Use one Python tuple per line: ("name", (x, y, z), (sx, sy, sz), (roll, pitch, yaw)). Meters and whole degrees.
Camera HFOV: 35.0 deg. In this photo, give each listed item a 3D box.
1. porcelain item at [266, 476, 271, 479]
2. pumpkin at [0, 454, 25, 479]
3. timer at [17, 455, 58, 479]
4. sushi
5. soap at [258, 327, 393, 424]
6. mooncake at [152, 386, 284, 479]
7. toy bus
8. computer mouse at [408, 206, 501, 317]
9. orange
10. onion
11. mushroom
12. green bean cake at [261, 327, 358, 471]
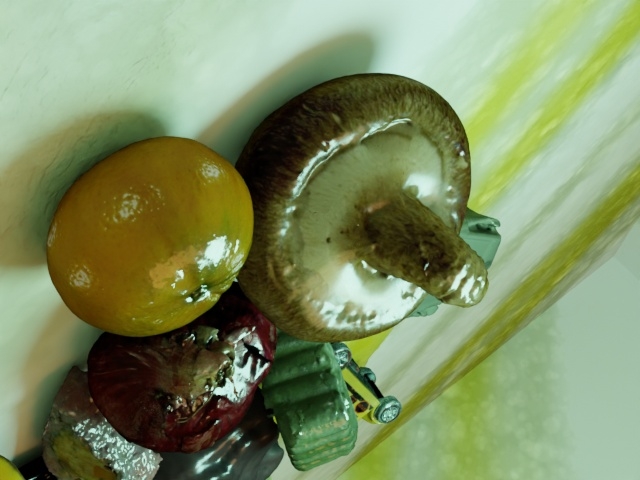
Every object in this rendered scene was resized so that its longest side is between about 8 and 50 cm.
("porcelain item", (-0.213, 0.512, 2.011), (0.253, 0.253, 0.253), (-36, 160, -16))
("pumpkin", (-0.520, 0.348, 1.303), (0.312, 0.148, 0.169), (10, 86, -70))
("timer", (-0.436, 0.371, 1.562), (0.187, 0.055, 0.144), (-26, 154, -48))
("sushi", (-0.338, 0.283, 1.459), (0.161, 0.241, 0.107), (-10, -142, 34))
("soap", (0.022, 0.234, 2.037), (0.427, 0.115, 0.306), (-33, 162, -25))
("mooncake", (-0.217, 0.369, 1.714), (0.350, 0.212, 0.381), (-41, 161, -8))
("toy bus", (0.015, 0.239, 1.832), (0.123, 0.121, 0.335), (-40, 132, 0))
("computer mouse", (0.169, 0.017, 1.814), (0.429, 0.145, 0.228), (-3, 133, -55))
("orange", (-0.178, 0.003, 1.093), (0.240, 0.171, 0.240), (-37, 161, -14))
("onion", (-0.172, 0.159, 1.370), (0.281, 0.221, 0.281), (-34, 176, -3))
("mushroom", (0.035, -0.038, 1.268), (0.345, 0.345, 0.239), (-28, -177, -33))
("green bean cake", (-0.029, 0.218, 1.555), (0.125, 0.227, 0.222), (-22, 154, -3))
